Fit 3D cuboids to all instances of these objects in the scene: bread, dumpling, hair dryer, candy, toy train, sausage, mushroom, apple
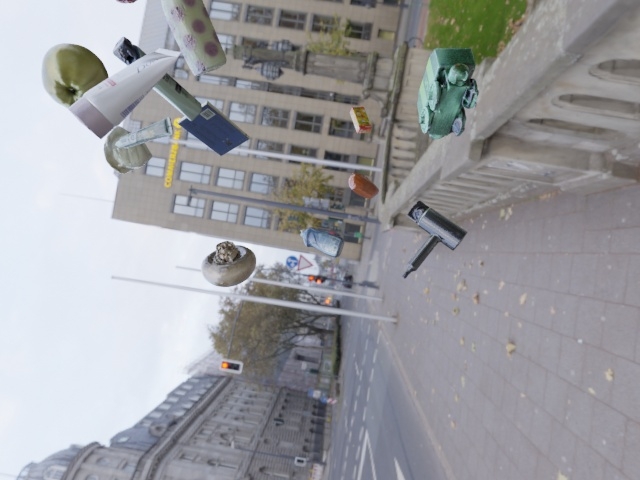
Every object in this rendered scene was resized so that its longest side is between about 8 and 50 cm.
[{"bbox_3d":[-0.536,-0.880,1.753,0.187,0.155,0.338,21,135,63],"label":"bread"},{"bbox_3d":[-0.865,-0.390,1.853,0.179,0.131,0.252,-41,-21,-9],"label":"dumpling"},{"bbox_3d":[0.328,0.012,1.369,0.248,0.196,0.078,-50,-18,-9],"label":"hair dryer"},{"bbox_3d":[0.181,-0.545,1.887,0.038,0.062,0.121,125,132,-61],"label":"candy"},{"bbox_3d":[0.423,-0.500,1.429,0.299,0.167,0.238,95,173,-63],"label":"toy train"},{"bbox_3d":[0.197,-0.245,1.910,0.089,0.179,0.089,-31,45,38],"label":"sausage"},{"bbox_3d":[-0.378,0.090,1.709,0.226,0.227,0.178,-77,-28,-58],"label":"mushroom"},{"bbox_3d":[-0.746,-0.495,1.273,0.200,0.200,0.199,9,-90,-88],"label":"apple"}]

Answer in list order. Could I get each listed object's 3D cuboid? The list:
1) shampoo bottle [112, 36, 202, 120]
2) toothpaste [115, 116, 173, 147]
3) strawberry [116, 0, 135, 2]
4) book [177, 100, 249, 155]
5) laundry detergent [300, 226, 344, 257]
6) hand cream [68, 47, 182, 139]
[{"bbox_3d":[-0.614,-0.607,1.596,0.359,0.078,0.134,40,-161,-43],"label":"shampoo bottle"},{"bbox_3d":[-0.487,-0.288,1.147,0.031,0.204,0.049,-18,-83,-67],"label":"toothpaste"},{"bbox_3d":[-0.697,-0.881,1.442,0.140,0.085,0.192,47,-165,-41],"label":"strawberry"},{"bbox_3d":[-0.486,-0.506,1.914,0.269,0.191,0.025,35,-139,-47],"label":"book"},{"bbox_3d":[-0.001,0.000,1.856,0.096,0.206,0.061,-71,-15,11],"label":"laundry detergent"},{"bbox_3d":[-0.402,-0.324,0.877,0.248,0.133,0.083,-49,-42,-12],"label":"hand cream"}]
